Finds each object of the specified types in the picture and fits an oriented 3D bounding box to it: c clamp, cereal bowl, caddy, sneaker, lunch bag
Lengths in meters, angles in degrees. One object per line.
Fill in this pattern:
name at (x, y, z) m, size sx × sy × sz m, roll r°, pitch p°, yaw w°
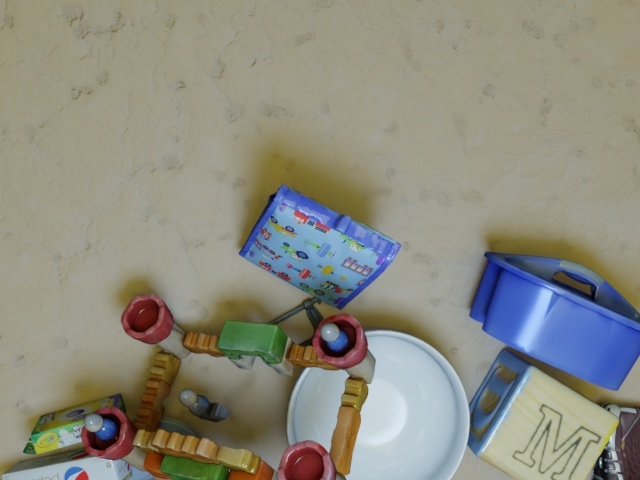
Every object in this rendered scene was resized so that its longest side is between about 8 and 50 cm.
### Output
c clamp at (-0.058, 0.160, 1.751) m, size 0.160 × 0.022 × 0.137 m, roll -34°, pitch 100°, yaw -4°
cereal bowl at (0.098, 0.324, 1.710) m, size 0.338 × 0.141 × 0.339 m, roll 0°, pitch 92°, yaw -5°
caddy at (0.440, 0.126, 1.682) m, size 0.341 × 0.241 × 0.179 m, roll 24°, pitch 95°, yaw -6°
sneaker at (0.615, 0.454, 1.783) m, size 0.162 × 0.106 × 0.281 m, roll 0°, pitch 92°, yaw -8°
lunch bag at (0.000, 0.000, 1.599) m, size 0.221 × 0.293 × 0.138 m, roll 29°, pitch 76°, yaw -6°

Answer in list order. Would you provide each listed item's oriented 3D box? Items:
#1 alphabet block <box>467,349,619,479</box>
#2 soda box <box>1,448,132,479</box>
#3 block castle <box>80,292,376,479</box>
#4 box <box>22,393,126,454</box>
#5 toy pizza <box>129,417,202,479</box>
alphabet block at (0.396, 0.342, 1.715) m, size 0.197 × 0.192 × 0.193 m, roll 31°, pitch 92°, yaw -5°
soda box at (-0.459, 0.427, 1.679) m, size 0.216 × 0.074 × 0.069 m, roll -13°, pitch 94°, yaw 9°
block castle at (-0.153, 0.259, 1.526) m, size 0.453 × 0.213 × 0.303 m, roll 4°, pitch 64°, yaw 24°
box at (-0.449, 0.335, 1.680) m, size 0.179 × 0.105 × 0.043 m, roll -18°, pitch 101°, yaw -4°
toy pizza at (-0.305, 0.428, 1.734) m, size 0.201 × 0.032 × 0.201 m, roll -1°, pitch 96°, yaw -6°
